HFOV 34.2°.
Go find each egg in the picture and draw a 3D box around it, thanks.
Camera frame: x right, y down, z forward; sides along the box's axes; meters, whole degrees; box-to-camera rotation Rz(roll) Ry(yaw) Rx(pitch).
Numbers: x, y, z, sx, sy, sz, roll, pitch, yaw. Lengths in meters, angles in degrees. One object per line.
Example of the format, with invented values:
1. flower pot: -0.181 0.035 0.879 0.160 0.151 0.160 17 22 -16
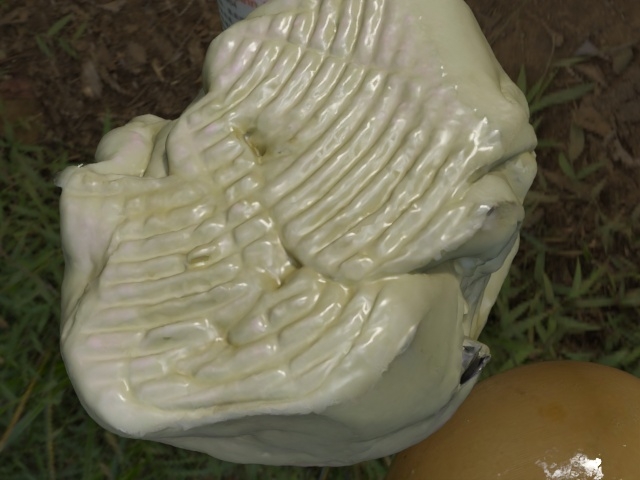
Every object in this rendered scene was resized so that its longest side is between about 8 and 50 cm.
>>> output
1. egg: 0.238 0.293 1.140 0.374 0.301 0.301 -27 103 3

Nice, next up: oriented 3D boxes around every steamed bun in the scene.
1. steamed bun: 0.000 0.000 0.640 0.320 0.206 0.275 -40 61 -2

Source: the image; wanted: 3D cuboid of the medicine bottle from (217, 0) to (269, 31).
1. medicine bottle: -0.026 -0.349 1.208 0.211 0.211 0.371 7 144 10
